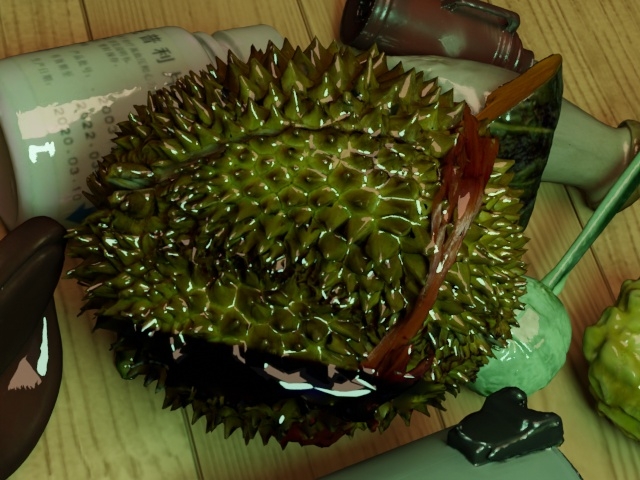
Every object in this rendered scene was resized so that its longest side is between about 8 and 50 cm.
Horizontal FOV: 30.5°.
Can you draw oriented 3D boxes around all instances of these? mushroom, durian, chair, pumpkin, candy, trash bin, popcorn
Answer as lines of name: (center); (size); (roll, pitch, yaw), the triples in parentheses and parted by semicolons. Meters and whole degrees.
mushroom: (0.200, -0.119, 1.274); (0.350, 0.128, 0.128); (17, 59, -13)
durian: (-0.003, 0.005, 0.969); (0.384, 0.348, 0.347); (21, 55, -32)
chair: (-0.371, 0.008, 0.950); (0.401, 0.226, 0.226); (35, 57, 1)
pumpkin: (0.167, -0.044, 1.158); (0.279, 0.111, 0.163); (-33, 103, 1)
candy: (0.283, -0.014, 1.206); (0.119, 0.119, 0.440); (40, 71, 5)
trash bin: (0.070, 0.280, 0.950); (0.263, 0.277, 0.217); (-15, 26, -29)
popcorn: (0.355, 0.127, 1.183); (0.198, 0.155, 0.197); (1, 80, -8)

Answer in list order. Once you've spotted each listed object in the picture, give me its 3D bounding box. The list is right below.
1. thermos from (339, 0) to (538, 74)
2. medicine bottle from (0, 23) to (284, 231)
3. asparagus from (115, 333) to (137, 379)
thermos: (0.147, -0.230, 1.319); (0.232, 0.124, 0.098); (16, 56, -19)
medicine bottle: (-0.170, -0.113, 1.115); (0.293, 0.170, 0.170); (-16, 69, -25)
asparagus: (-0.180, 0.076, 1.096); (0.025, 0.021, 0.108); (3, 62, -17)
